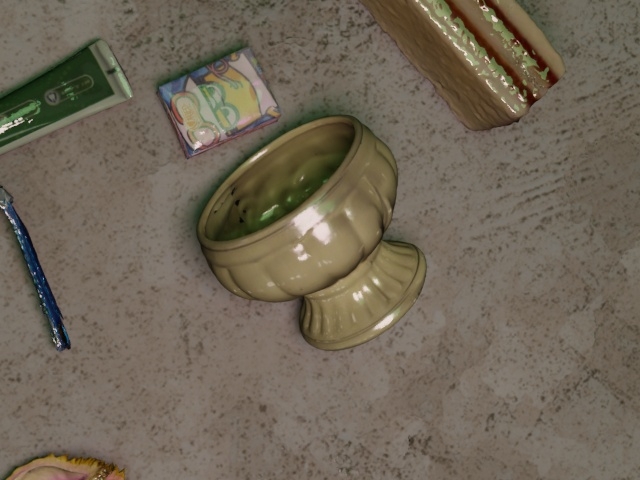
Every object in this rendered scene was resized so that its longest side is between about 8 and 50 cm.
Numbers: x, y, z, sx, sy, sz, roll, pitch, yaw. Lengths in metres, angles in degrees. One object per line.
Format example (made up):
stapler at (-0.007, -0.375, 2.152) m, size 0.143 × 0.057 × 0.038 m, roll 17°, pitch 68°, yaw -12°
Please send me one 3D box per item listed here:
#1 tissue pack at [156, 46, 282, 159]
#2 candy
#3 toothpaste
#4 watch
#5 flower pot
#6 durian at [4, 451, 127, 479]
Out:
tissue pack at (-0.149, -0.203, 1.635) m, size 0.155 × 0.065 × 0.115 m, roll -26°, pitch 92°, yaw -14°
candy at (0.207, -0.324, 1.666) m, size 0.135 × 0.179 × 0.320 m, roll -44°, pitch 96°, yaw -11°
toothpaste at (-0.457, -0.162, 1.566) m, size 0.392 × 0.061 × 0.098 m, roll -30°, pitch 93°, yaw -16°
watch at (-0.524, 0.069, 1.540) m, size 0.276 × 0.068 × 0.274 m, roll -19°, pitch 96°, yaw -14°
flower pot at (0.000, 0.000, 1.555) m, size 0.307 × 0.307 × 0.244 m, roll -41°, pitch 116°, yaw -12°
durian at (-0.367, 0.378, 1.518) m, size 0.165 × 0.132 × 0.182 m, roll 21°, pitch 78°, yaw -19°
